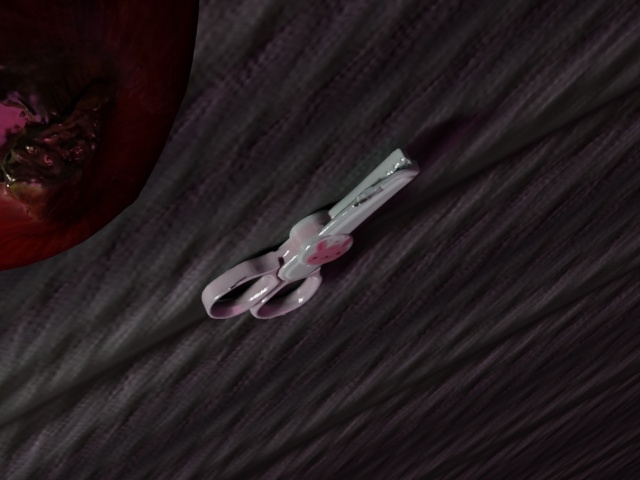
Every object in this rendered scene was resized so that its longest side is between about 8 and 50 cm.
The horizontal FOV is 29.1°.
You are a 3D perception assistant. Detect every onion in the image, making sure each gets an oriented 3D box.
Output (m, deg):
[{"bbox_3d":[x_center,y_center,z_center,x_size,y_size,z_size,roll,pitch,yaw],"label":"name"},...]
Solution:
[{"bbox_3d":[-0.159,-0.087,0.627,0.248,0.161,0.248,-48,166,-16],"label":"onion"}]

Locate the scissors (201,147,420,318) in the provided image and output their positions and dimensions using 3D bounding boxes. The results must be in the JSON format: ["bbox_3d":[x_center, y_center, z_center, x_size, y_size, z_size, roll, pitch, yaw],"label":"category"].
[{"bbox_3d":[0.000,0.000,1.077,0.118,0.030,0.242,5,142,-47],"label":"scissors"}]
